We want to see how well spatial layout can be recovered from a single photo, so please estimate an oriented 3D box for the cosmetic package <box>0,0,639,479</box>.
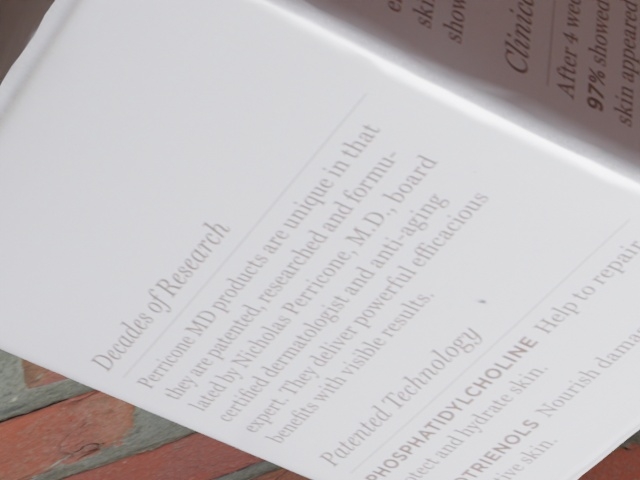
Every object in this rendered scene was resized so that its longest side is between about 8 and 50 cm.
[{"bbox_3d":[0.024,-0.095,1.057,0.394,0.329,0.327,25,137,-17],"label":"cosmetic package"}]
